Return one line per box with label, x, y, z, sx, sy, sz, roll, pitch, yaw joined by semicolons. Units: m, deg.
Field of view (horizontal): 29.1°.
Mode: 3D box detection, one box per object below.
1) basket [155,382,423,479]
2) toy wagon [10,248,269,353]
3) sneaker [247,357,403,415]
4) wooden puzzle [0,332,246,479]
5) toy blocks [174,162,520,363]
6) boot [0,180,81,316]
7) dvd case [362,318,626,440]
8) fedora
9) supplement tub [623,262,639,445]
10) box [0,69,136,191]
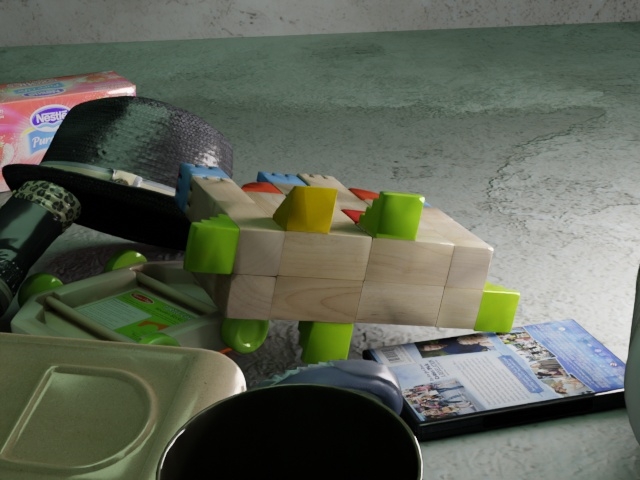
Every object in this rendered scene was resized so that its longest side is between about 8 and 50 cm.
basket;-0.014;0.234;0.752;0.154;0.226;0.204;-2;19;1
toy wagon;-0.176;0.078;1.434;0.344;0.068;0.267;-17;25;-37
sneaker;-0.054;0.200;1.057;0.319;0.112;0.131;-16;38;-20
wooden puzzle;-0.259;0.199;0.930;0.348;0.080;0.322;7;40;11
toy blocks;0.000;0.000;1.382;0.382;0.190;0.261;5;17;-23
boot;-0.407;0.013;1.484;0.236;0.085;0.178;-1;43;41
dvd case;0.189;0.141;1.288;0.253;0.022;0.180;-7;21;-14
fedora;-0.234;-0.094;1.603;0.334;0.152;0.334;14;-12;3
supplement tub;0.389;0.098;1.076;0.236;0.235;0.325;4;21;15
box;-0.463;-0.184;2.054;0.300;0.154;0.142;-11;22;-25
